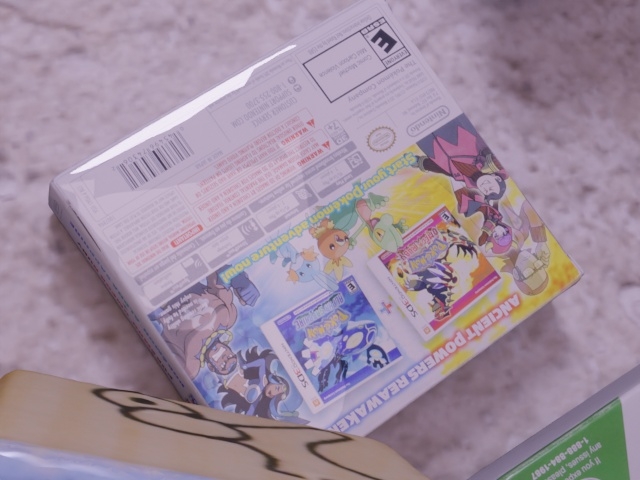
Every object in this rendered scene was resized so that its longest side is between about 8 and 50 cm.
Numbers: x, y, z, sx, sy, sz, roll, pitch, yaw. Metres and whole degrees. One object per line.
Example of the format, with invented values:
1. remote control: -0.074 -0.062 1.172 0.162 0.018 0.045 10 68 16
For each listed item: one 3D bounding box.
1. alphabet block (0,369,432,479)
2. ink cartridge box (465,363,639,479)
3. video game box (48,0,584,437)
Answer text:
1. alphabet block: -0.055 0.167 0.484 0.192 0.197 0.193 14 88 -10
2. ink cartridge box: 0.182 0.172 0.623 0.153 0.087 0.208 -29 82 -20
3. video game box: 0.000 0.000 0.650 0.205 0.048 0.187 -33 82 -20
